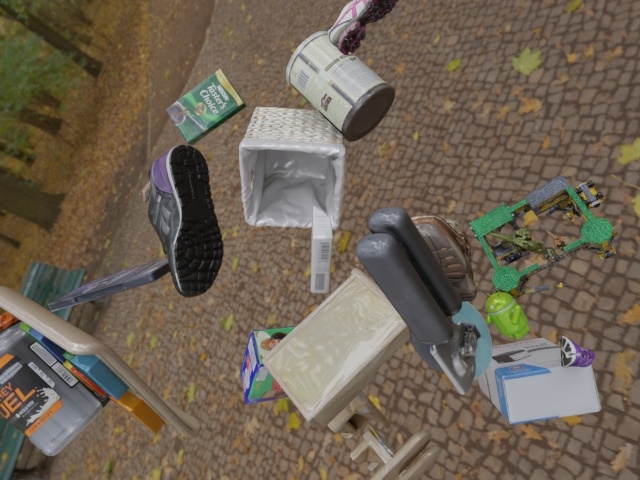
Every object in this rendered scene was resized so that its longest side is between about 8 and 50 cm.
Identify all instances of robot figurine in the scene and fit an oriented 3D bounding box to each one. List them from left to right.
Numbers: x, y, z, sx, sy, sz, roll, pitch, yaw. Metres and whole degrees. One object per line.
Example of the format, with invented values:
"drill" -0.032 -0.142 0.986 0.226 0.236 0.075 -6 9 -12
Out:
"robot figurine" 0.417 0.165 1.098 0.067 0.115 0.101 -36 4 -16

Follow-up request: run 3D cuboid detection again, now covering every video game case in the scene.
"video game case" -0.473 0.094 1.173 0.274 0.026 0.196 -17 10 12

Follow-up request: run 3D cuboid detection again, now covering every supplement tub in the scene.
"supplement tub" -0.400 0.196 0.690 0.117 0.190 0.117 -43 6 5

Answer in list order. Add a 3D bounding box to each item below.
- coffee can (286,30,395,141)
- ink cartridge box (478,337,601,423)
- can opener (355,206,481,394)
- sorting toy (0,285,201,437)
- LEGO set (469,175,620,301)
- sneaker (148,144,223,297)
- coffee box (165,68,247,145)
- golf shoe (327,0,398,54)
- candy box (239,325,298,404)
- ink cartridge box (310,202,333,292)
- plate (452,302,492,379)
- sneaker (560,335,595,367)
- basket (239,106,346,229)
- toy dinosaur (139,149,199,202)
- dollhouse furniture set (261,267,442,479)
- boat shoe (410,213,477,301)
"coffee can" 0.059 -0.465 1.481 0.275 0.201 0.201 47 111 15
"ink cartridge box" 0.574 0.374 1.347 0.223 0.307 0.129 -11 89 4
"can opener" 0.110 0.082 0.573 0.095 0.283 0.076 -6 44 41
"sorting toy" -0.245 0.140 0.532 0.193 0.208 0.038 15 57 33
"LEGO set" 0.547 0.007 1.212 0.331 0.192 0.255 -39 54 15
"sneaker" -0.269 -0.029 0.940 0.124 0.107 0.283 -13 79 40
"coffee box" -0.299 -0.348 1.280 0.184 0.113 0.040 -33 -1 6
"golf shoe" 0.087 -0.483 1.017 0.186 0.067 0.086 -43 61 17
"candy box" -0.061 0.364 1.461 0.268 0.317 0.122 110 148 -48
"ink cartridge box" 0.000 0.000 1.302 0.224 0.056 0.181 -89 1 -54
"plate" 0.319 0.224 1.120 0.024 0.188 0.188 -35 43 51
"sneaker" 0.582 0.255 1.107 0.071 0.170 0.068 -4 74 27
"basket" -0.086 -0.242 1.639 0.266 0.332 0.328 -88 0 -46
"toy dinosaur" -0.366 -0.180 1.211 0.211 0.064 0.112 -45 37 -23
"dollhouse furniture set" 0.089 0.281 1.032 0.256 0.394 0.362 -42 52 -8
"boat shoe" 0.211 0.020 0.885 0.123 0.324 0.116 -1 68 22
